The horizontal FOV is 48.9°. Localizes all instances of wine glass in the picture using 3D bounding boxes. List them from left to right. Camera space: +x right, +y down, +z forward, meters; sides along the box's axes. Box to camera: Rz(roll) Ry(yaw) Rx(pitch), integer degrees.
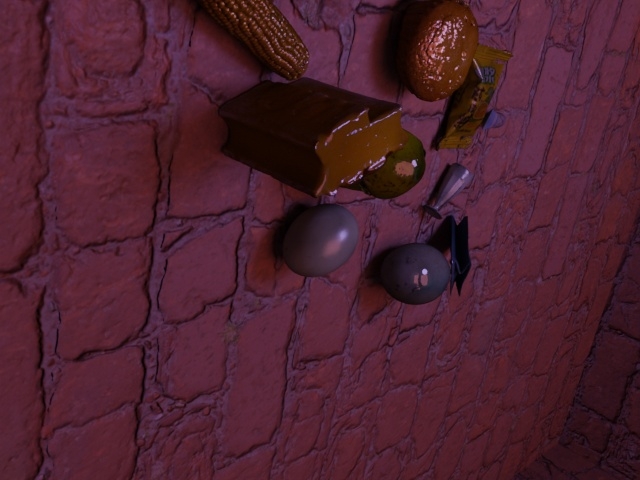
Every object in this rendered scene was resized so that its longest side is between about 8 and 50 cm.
[{"bbox_3d":[0.357,-0.137,1.974,0.155,0.073,0.073,-53,141,-8],"label":"wine glass"}]

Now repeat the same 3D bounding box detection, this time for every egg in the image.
[{"bbox_3d":[0.000,0.000,1.584,0.192,0.149,0.149,-41,137,-16],"label":"egg"},{"bbox_3d":[0.258,0.091,1.911,0.236,0.169,0.169,-5,115,-52],"label":"egg"}]

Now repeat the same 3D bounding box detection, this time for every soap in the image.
[{"bbox_3d":[-0.013,-0.212,1.343,0.259,0.281,0.143,-32,130,-35],"label":"soap"}]

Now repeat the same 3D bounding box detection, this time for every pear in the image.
[{"bbox_3d":[0.124,-0.170,1.548,0.238,0.255,0.164,28,88,-57],"label":"pear"}]

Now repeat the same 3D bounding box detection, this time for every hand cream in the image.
[{"bbox_3d":[0.492,-0.343,1.997,0.170,0.043,0.065,-17,134,-62],"label":"hand cream"}]

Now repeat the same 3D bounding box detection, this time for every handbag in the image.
[{"bbox_3d":[0.397,0.040,2.043,0.221,0.057,0.144,-81,173,-48],"label":"handbag"}]

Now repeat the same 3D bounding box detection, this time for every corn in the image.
[{"bbox_3d":[-0.110,-0.392,1.277,0.293,0.106,0.106,31,87,-53],"label":"corn"}]

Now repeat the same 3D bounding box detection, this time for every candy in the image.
[{"bbox_3d":[0.407,-0.378,1.885,0.187,0.081,0.297,-10,131,-47],"label":"candy"}]

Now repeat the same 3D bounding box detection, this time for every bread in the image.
[{"bbox_3d":[0.261,-0.442,1.631,0.239,0.139,0.240,-26,129,-37],"label":"bread"}]
